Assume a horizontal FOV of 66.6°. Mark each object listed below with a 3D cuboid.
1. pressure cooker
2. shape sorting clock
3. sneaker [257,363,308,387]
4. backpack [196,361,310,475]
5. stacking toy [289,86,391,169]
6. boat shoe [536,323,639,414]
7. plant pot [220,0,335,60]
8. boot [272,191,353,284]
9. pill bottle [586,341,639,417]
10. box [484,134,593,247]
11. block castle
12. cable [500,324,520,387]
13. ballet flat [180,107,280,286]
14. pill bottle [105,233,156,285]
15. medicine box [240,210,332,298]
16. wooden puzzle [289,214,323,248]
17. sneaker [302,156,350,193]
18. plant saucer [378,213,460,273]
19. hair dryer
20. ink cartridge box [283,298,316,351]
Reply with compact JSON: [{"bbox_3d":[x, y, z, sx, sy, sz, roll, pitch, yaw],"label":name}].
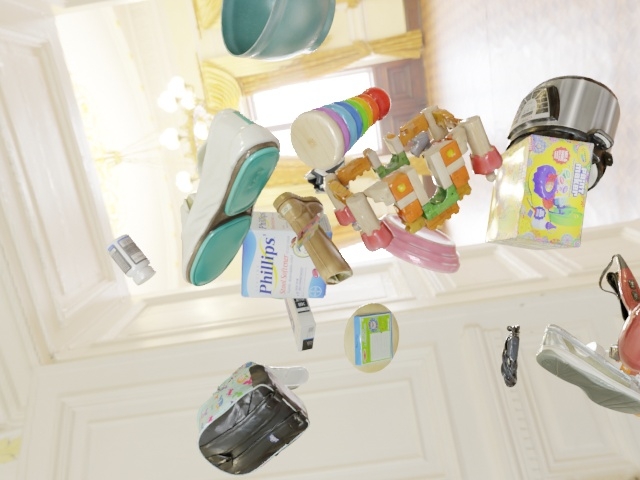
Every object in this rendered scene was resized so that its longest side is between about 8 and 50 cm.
[{"bbox_3d":[0.916,-0.366,1.861,0.420,0.376,0.370,-63,-27,-21],"label":"pressure cooker"},{"bbox_3d":[0.153,0.289,1.448,0.040,0.206,0.206,-3,97,53],"label":"shape sorting clock"},{"bbox_3d":[-0.200,0.580,2.033,0.147,0.296,0.104,100,170,-64],"label":"sneaker"},{"bbox_3d":[-0.186,0.455,1.238,0.225,0.253,0.191,48,177,-24],"label":"backpack"},{"bbox_3d":[0.070,-0.301,1.198,0.330,0.141,0.141,-44,-45,-42],"label":"stacking toy"},{"bbox_3d":[0.685,0.326,1.203,0.103,0.320,0.118,-61,1,-28],"label":"boat shoe"},{"bbox_3d":[-0.089,-0.564,1.171,0.293,0.196,0.293,-7,81,52],"label":"plant pot"},{"bbox_3d":[0.000,0.000,1.335,0.269,0.089,0.236,54,-157,20],"label":"boot"},{"bbox_3d":[0.841,0.388,1.372,0.121,0.216,0.121,-52,-10,-13],"label":"pill bottle"},{"bbox_3d":[0.637,-0.128,1.447,0.279,0.177,0.290,85,-166,-87],"label":"box"},{"bbox_3d":[0.258,-0.171,1.392,0.213,0.453,0.303,58,176,-28],"label":"block castle"},{"bbox_3d":[0.569,0.344,1.458,0.150,0.047,0.184,14,-100,-66],"label":"cable"},{"bbox_3d":[-0.187,-0.072,0.887,0.400,0.139,0.139,124,150,-44],"label":"ballet flat"},{"bbox_3d":[-0.533,0.056,1.378,0.137,0.078,0.078,51,-177,1],"label":"pill bottle"},{"bbox_3d":[-0.122,0.050,1.655,0.149,0.289,0.263,-106,20,-61],"label":"medicine box"},{"bbox_3d":[-0.022,-0.013,0.812,0.006,0.083,0.049,39,156,14],"label":"wooden puzzle"},{"bbox_3d":[0.006,-0.265,1.714,0.094,0.153,0.235,141,120,-76],"label":"sneaker"},{"bbox_3d":[0.316,-0.003,1.618,0.332,0.332,0.084,-89,19,-72],"label":"plant saucer"},{"bbox_3d":[0.570,0.129,0.901,0.293,0.080,0.223,42,-139,-77],"label":"hair dryer"},{"bbox_3d":[-0.093,0.232,1.834,0.165,0.065,0.332,96,158,-47],"label":"ink cartridge box"}]
